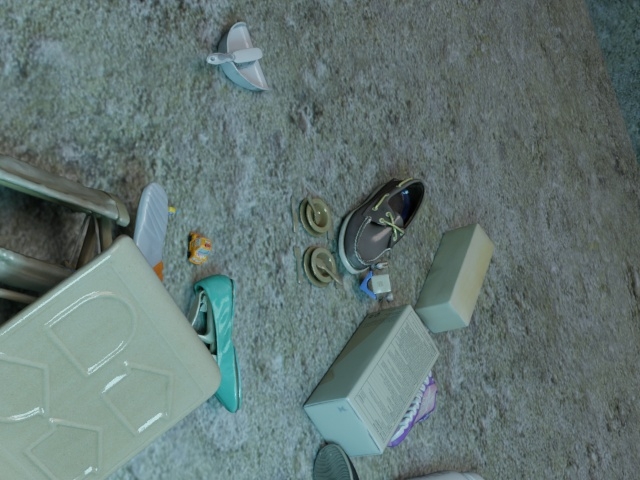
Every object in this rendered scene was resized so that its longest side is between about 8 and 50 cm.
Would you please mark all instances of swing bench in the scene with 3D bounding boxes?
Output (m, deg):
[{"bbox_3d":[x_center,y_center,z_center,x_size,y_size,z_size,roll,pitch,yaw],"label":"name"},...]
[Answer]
[{"bbox_3d":[-0.427,-0.002,1.390,0.253,0.165,0.254,21,62,-42],"label":"swing bench"}]

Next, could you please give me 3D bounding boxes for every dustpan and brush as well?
[{"bbox_3d":[-0.170,-0.362,1.895,0.211,0.060,0.147,-24,96,-50],"label":"dustpan and brush"}]

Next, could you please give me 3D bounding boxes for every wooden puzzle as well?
[{"bbox_3d":[-0.339,0.196,1.330,0.348,0.080,0.322,-41,132,-16],"label":"wooden puzzle"}]

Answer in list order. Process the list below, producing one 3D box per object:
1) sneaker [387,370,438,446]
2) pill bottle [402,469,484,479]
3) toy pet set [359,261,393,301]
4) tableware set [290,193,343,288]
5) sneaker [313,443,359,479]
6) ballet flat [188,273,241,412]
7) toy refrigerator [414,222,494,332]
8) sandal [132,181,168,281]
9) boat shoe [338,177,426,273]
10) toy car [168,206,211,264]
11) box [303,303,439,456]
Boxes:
[{"bbox_3d":[0.195,0.359,2.041,0.104,0.095,0.236,61,40,-26],"label":"sneaker"},{"bbox_3d":[0.254,0.552,2.002,0.229,0.131,0.131,3,74,-48],"label":"pill bottle"},{"bbox_3d":[0.123,0.108,2.086,0.114,0.065,0.122,35,45,-82],"label":"toy pet set"},{"bbox_3d":[0.000,0.000,1.979,0.128,0.039,0.194,10,70,-47],"label":"tableware set"},{"bbox_3d":[0.055,0.505,1.849,0.118,0.083,0.222,20,53,-65],"label":"sneaker"},{"bbox_3d":[-0.191,0.181,1.678,0.087,0.083,0.247,2,74,-24],"label":"ballet flat"},{"bbox_3d":[0.325,0.090,2.273,0.094,0.102,0.269,51,44,-25],"label":"toy refrigerator"},{"bbox_3d":[-0.311,0.033,1.579,0.102,0.076,0.265,32,64,-65],"label":"sandal"},{"bbox_3d":[0.141,-0.041,2.100,0.116,0.097,0.324,60,38,-16],"label":"boat shoe"},{"bbox_3d":[-0.240,-0.008,1.704,0.122,0.040,0.060,40,50,-34],"label":"toy car"},{"bbox_3d":[0.110,0.283,1.941,0.148,0.121,0.311,59,42,-16],"label":"box"}]
